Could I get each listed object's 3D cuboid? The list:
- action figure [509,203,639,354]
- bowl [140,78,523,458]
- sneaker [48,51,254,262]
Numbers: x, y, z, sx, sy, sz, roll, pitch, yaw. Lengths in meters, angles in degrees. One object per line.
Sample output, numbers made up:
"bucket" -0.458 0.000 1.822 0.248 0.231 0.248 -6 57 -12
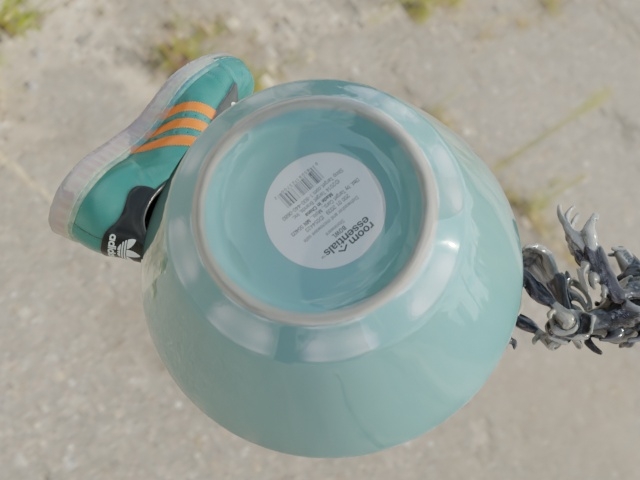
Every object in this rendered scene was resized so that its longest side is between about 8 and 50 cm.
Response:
"action figure" 0.239 0.044 1.582 0.276 0.164 0.141 -10 67 -23
"bowl" 0.000 0.000 1.259 0.163 0.312 0.311 71 -2 -72
"sneaker" -0.140 -0.078 1.683 0.121 0.108 0.302 28 51 17
